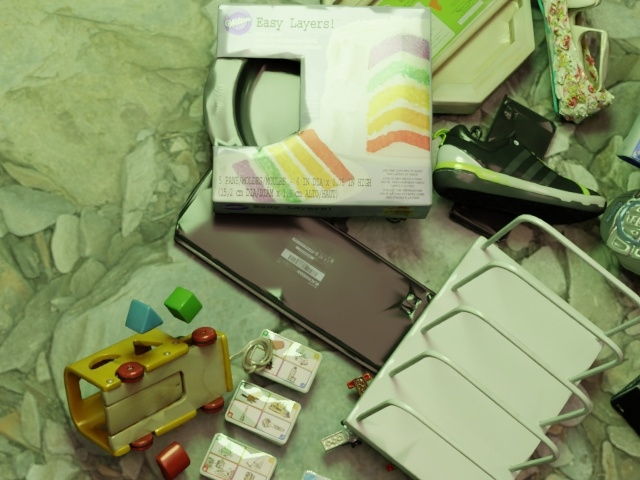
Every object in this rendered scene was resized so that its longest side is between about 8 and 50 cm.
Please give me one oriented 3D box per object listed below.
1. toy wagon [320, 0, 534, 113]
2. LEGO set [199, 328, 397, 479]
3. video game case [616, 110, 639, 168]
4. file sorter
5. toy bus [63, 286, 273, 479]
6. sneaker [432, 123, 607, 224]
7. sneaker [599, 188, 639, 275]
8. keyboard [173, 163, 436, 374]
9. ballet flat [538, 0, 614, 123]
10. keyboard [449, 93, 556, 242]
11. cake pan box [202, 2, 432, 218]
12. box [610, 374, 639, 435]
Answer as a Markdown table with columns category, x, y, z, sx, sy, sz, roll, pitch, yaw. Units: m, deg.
| category | x | y | z | sx | sy | sz | roll | pitch | yaw |
| --- | --- | --- | --- | --- | --- | --- | --- | --- | --- |
| toy wagon | 0.107 | -0.318 | 1.769 | 0.344 | 0.068 | 0.267 | 43 | 71 | 7 |
| LEGO set | 0.011 | 0.230 | 1.595 | 0.244 | 0.060 | 0.182 | 22 | 75 | 7 |
| video game case | 0.522 | -0.147 | 1.638 | 0.270 | 0.061 | 0.244 | 26 | 92 | -5 |
| file sorter | 0.198 | 0.137 | 1.529 | 0.193 | 0.173 | 0.277 | 39 | 69 | -1 |
| toy bus | -0.183 | 0.147 | 1.546 | 0.104 | 0.202 | 0.191 | 22 | 80 | 43 |
| sneaker | 0.242 | -0.085 | 1.679 | 0.235 | 0.084 | 0.097 | 13 | 74 | -20 |
| sneaker | 0.476 | 0.026 | 1.642 | 0.297 | 0.129 | 0.111 | 23 | 77 | 23 |
| keyboard | 0.000 | 0.000 | 1.667 | 0.317 | 0.033 | 0.201 | 34 | 77 | 2 |
| ballet flat | 0.317 | -0.267 | 1.745 | 0.077 | 0.091 | 0.241 | -7 | 100 | 29 |
| keyboard | 0.212 | -0.095 | 1.736 | 0.108 | 0.023 | 0.180 | 29 | 69 | -6 |
| cake pan box | -0.002 | -0.153 | 1.644 | 0.267 | 0.070 | 0.245 | 2 | 77 | -1 |
| box | 0.456 | 0.192 | 1.642 | 0.158 | 0.093 | 0.156 | -36 | 81 | -19 |
